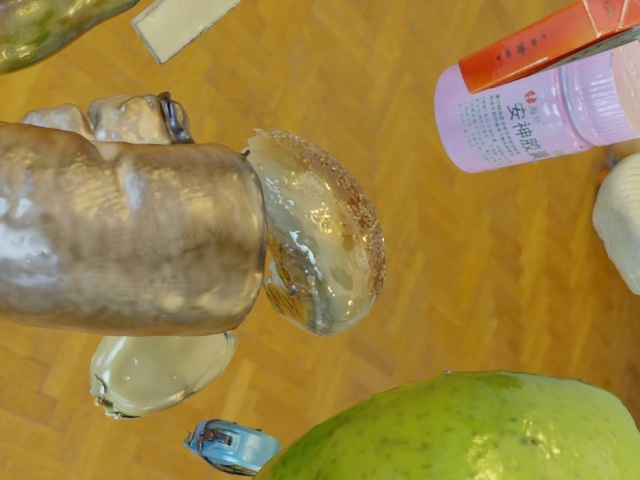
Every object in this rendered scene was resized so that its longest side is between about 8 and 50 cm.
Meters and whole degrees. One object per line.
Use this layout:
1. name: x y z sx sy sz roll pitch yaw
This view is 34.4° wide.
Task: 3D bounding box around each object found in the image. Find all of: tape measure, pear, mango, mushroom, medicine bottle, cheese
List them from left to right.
1. mushroom: -0.282 -0.006 0.917 0.397 0.313 0.224 -3 114 -29
2. mango: -0.397 -0.330 1.483 0.289 0.146 0.129 -39 120 -42
3. cheese: -0.337 0.240 2.140 0.316 0.128 0.259 -47 111 -13
4. tape measure: -0.129 0.330 1.632 0.146 0.125 0.081 25 70 -25
5. pear: 0.075 0.288 0.674 0.238 0.318 0.342 11 134 -30
6. medicine bottle: 0.336 -0.210 1.567 0.178 0.290 0.178 17 69 -52

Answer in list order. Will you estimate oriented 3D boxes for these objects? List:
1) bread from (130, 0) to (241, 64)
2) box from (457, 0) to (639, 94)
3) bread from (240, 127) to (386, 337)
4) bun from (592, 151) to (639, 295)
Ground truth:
1. bread: -0.168 -0.295 1.319 0.153 0.028 0.068 -43 126 -14
2. box: 0.240 -0.179 0.848 0.245 0.139 0.035 -21 91 -36
3. bread: 0.001 -0.001 1.399 0.171 0.192 0.314 -32 122 -18
4. bun: 0.402 0.003 1.190 0.222 0.222 0.127 -41 159 -38
